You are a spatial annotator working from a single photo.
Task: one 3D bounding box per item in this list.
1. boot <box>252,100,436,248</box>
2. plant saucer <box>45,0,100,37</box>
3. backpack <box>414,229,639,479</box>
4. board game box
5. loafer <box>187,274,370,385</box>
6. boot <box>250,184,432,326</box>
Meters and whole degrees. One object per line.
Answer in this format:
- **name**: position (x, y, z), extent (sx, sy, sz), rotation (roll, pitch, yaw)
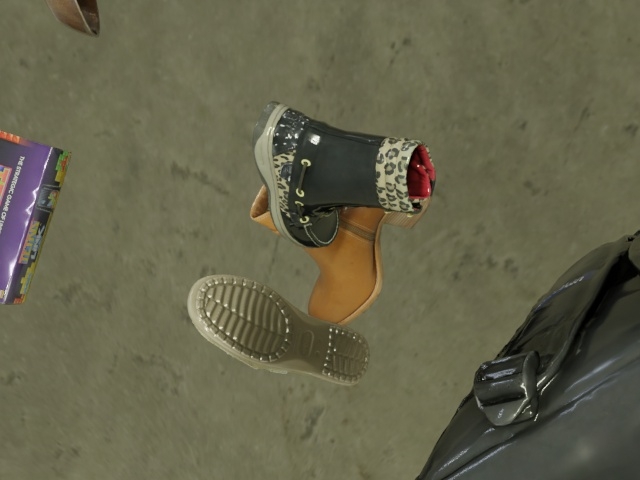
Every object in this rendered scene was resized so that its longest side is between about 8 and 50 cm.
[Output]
- **boot**: position (0.035, -0.048, 1.214), extent (0.179, 0.236, 0.085), rotation (14, 62, 22)
- **plant saucer**: position (-0.213, -0.241, 0.889), extent (0.029, 0.168, 0.168), rotation (-14, 74, -2)
- **backpack**: position (0.234, 0.081, 0.641), extent (0.290, 0.355, 0.273), rotation (-36, 99, 20)
- **board game box**: position (-0.354, -0.034, 1.171), extent (0.141, 0.048, 0.170), rotation (17, 90, 16)
- **loafer**: position (-0.063, 0.125, 1.444), extent (0.269, 0.092, 0.102), rotation (28, 68, -26)
- **boot**: position (0.000, 0.000, 1.511), extent (0.220, 0.283, 0.109), rotation (12, 38, -37)
